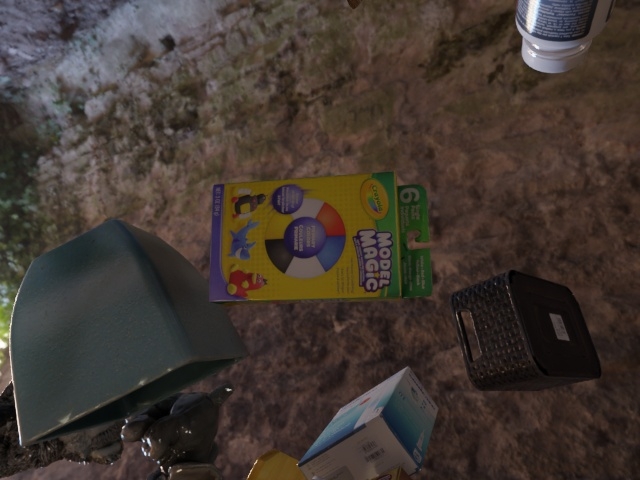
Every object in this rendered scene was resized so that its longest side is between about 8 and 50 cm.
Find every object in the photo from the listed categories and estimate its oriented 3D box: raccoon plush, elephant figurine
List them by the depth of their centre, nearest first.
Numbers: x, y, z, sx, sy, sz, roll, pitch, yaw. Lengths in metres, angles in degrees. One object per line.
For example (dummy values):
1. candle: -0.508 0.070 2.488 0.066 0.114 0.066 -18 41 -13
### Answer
1. elephant figurine: -0.249 0.404 0.871 0.186 0.239 0.169 -8 -170 25
2. raccoon plush: -0.661 0.505 1.154 0.446 0.299 0.216 -49 -164 18

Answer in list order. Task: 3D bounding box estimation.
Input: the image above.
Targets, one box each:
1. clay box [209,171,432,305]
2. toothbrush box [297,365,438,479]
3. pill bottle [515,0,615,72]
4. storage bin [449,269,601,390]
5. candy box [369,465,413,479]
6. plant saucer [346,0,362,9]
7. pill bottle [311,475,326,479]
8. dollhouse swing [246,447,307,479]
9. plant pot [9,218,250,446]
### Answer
1. clay box: 0.000 0.000 0.499 0.222 0.127 0.053 -4 167 11
2. toothbrush box: 0.116 0.414 1.037 0.216 0.126 0.296 -38 170 19
3. pill bottle: 0.289 -0.292 0.567 0.108 0.180 0.107 -6 -119 12
4. storage bin: 0.255 0.116 0.598 0.180 0.121 0.084 14 147 -38
5. candy box: 0.098 0.521 0.713 0.087 0.182 0.316 -43 174 33
6. plant saucer: 0.046 -0.343 0.622 0.015 0.083 0.083 3 -154 20
7. pill bottle: -0.019 0.459 0.800 0.065 0.065 0.116 -4 -147 49
8. dollhouse swing: -0.214 0.717 1.283 0.316 0.347 0.304 -6 -127 33
9. plant pot: -0.297 0.117 0.734 0.247 0.252 0.248 -28 165 2
